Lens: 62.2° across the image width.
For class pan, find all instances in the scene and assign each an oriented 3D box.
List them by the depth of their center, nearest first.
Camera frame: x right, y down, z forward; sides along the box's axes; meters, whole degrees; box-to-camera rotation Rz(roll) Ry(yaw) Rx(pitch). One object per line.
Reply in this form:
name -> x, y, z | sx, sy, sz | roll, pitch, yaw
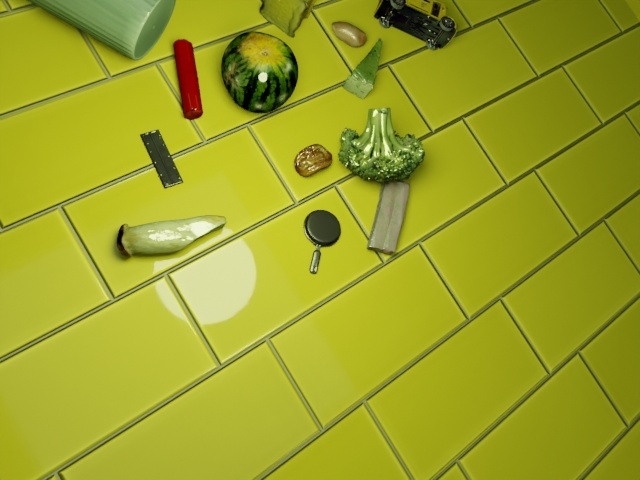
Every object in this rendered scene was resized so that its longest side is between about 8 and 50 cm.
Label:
pan -> 0.000, 0.000, 1.804 | 0.136, 0.028, 0.235 | 16, 69, -12

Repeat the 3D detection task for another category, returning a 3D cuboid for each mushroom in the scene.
mushroom -> -0.452, -0.016, 1.632 | 0.333, 0.087, 0.107 | -7, 75, -22

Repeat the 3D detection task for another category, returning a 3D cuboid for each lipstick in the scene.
lipstick -> -0.450, -0.548, 1.806 | 0.073, 0.073, 0.280 | -6, 75, -20

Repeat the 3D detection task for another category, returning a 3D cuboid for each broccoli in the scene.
broccoli -> 0.204, -0.321, 1.865 | 0.288, 0.235, 0.260 | -11, 83, -28

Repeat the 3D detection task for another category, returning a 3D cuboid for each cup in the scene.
cup -> -0.678, -0.832, 1.699 | 0.392, 0.310, 0.401 | 33, 68, -12

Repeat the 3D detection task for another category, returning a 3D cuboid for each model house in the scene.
model house -> -0.082, -0.920, 1.980 | 0.174, 0.193, 0.234 | 39, 63, -3

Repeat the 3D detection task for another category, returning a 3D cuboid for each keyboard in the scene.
keyboard -> -0.518, -0.267, 1.727 | 0.067, 0.011, 0.202 | -23, 82, -25

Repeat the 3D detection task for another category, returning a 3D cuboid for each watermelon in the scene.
watermelon -> -0.205, -0.570, 1.798 | 0.268, 0.269, 0.269 | 5, 72, -17

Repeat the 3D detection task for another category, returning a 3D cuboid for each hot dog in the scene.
hot dog -> -0.022, -0.283, 1.867 | 0.147, 0.065, 0.099 | -28, 74, -22

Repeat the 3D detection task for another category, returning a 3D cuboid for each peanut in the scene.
peanut -> 0.110, -0.809, 2.071 | 0.152, 0.076, 0.076 | 27, 67, -3

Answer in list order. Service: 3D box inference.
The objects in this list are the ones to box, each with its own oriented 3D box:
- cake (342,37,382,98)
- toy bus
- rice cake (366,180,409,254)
cake -> 0.193, -0.659, 2.035 | 0.099, 0.100, 0.235 | 37, 66, -6
toy bus -> 0.396, -0.920, 2.159 | 0.331, 0.145, 0.151 | 20, 67, -10
rice cake -> 0.246, -0.090, 1.901 | 0.106, 0.050, 0.298 | 19, 68, -11
